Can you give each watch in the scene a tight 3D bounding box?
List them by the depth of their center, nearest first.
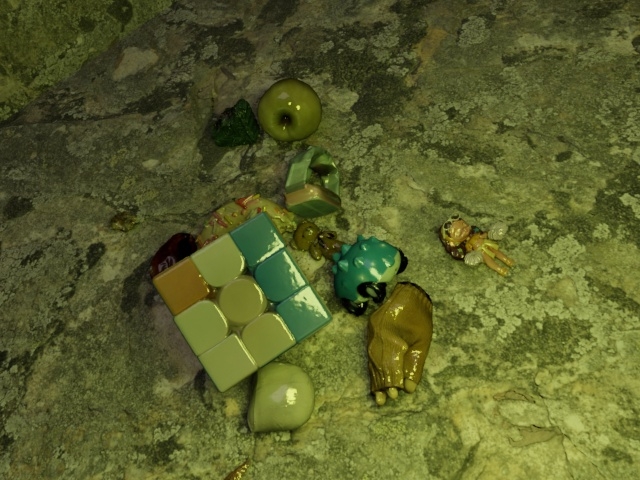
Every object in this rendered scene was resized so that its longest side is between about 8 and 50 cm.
[{"bbox_3d":[-0.019,-0.217,1.660,0.161,0.253,0.241,-12,71,29],"label":"watch"}]

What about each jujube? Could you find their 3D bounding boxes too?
[{"bbox_3d":[-0.509,0.071,1.663,0.168,0.168,0.236,-7,49,12],"label":"jujube"}]

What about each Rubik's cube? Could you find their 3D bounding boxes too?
[{"bbox_3d":[-0.205,0.162,1.325,0.347,0.346,0.344,-33,88,-6],"label":"Rubik's cube"}]

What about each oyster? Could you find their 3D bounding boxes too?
[{"bbox_3d":[-0.807,-0.075,1.921,0.121,0.045,0.146,-38,53,6],"label":"oyster"}]

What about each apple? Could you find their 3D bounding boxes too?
[{"bbox_3d":[-0.125,-0.530,1.902,0.262,0.262,0.262,-8,55,11],"label":"apple"}]

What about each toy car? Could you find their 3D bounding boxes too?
[{"bbox_3d":[0.123,0.088,1.401,0.190,0.255,0.188,40,59,0],"label":"toy car"}]

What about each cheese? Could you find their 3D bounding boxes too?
[{"bbox_3d":[-0.107,0.430,1.305,0.189,0.154,0.198,0,56,9],"label":"cheese"}]

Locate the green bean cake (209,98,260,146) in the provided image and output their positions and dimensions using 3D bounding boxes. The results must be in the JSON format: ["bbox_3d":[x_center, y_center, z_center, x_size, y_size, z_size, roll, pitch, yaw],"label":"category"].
[{"bbox_3d":[-0.377,-0.487,1.980,0.208,0.193,0.107,-3,62,16],"label":"green bean cake"}]

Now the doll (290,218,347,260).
[{"bbox_3d":[0.000,0.000,1.603,0.209,0.097,0.137,21,59,21],"label":"doll"}]

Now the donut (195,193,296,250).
[{"bbox_3d":[-0.281,-0.006,1.636,0.307,0.150,0.371,26,74,34],"label":"donut"}]

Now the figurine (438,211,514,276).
[{"bbox_3d":[0.475,0.013,1.443,0.240,0.116,0.175,34,73,25],"label":"figurine"}]

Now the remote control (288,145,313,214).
[{"bbox_3d":[-0.071,-0.221,1.773,0.051,0.103,0.293,19,60,-3],"label":"remote control"}]

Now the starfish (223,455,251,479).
[{"bbox_3d":[-0.273,0.728,1.209,0.302,0.060,0.299,-13,57,8],"label":"starfish"}]

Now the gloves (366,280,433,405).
[{"bbox_3d":[0.212,0.285,1.303,0.155,0.203,0.356,-9,46,38],"label":"gloves"}]
